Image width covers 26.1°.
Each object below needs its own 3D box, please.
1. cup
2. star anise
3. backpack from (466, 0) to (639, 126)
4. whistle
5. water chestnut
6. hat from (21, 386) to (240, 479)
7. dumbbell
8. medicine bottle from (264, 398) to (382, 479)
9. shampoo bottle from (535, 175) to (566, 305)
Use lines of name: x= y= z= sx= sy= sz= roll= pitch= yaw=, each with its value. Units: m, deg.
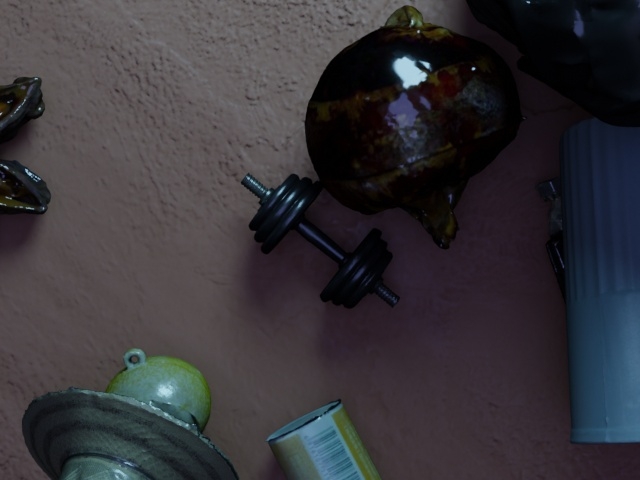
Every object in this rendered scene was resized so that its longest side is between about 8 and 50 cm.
cup: x=0.395 y=0.033 z=1.331 sx=0.331 sy=0.257 sz=0.311 roll=-3 pitch=82 yaw=-3
star anise: x=-0.381 y=-0.099 z=1.490 sx=0.214 sy=0.099 sz=0.220 roll=39 pitch=89 yaw=-12
backpack: x=0.289 y=-0.275 z=1.281 sx=0.363 sy=0.446 sz=0.255 roll=-16 pitch=112 yaw=-15
whistle: x=-0.160 y=0.209 z=1.490 sx=0.123 sy=0.123 sz=0.223 roll=-20 pitch=111 yaw=4
water chestnut: x=0.094 y=-0.109 z=1.401 sx=0.224 sy=0.223 sz=0.238 roll=-26 pitch=97 yaw=4
hat: x=-0.211 y=0.268 z=1.407 sx=0.252 sy=0.252 sz=0.110 roll=21 pitch=50 yaw=3
dumbbell: x=0.000 y=0.000 z=1.461 sx=0.208 sy=0.099 sz=0.099 roll=39 pitch=94 yaw=0
medicine bottle: x=0.082 y=0.376 z=1.469 sx=0.108 sy=0.108 sz=0.426 roll=-27 pitch=89 yaw=4
shampoo bottle: x=0.279 y=0.031 z=1.464 sx=0.063 sy=0.057 sz=0.207 roll=-19 pitch=91 yaw=4
